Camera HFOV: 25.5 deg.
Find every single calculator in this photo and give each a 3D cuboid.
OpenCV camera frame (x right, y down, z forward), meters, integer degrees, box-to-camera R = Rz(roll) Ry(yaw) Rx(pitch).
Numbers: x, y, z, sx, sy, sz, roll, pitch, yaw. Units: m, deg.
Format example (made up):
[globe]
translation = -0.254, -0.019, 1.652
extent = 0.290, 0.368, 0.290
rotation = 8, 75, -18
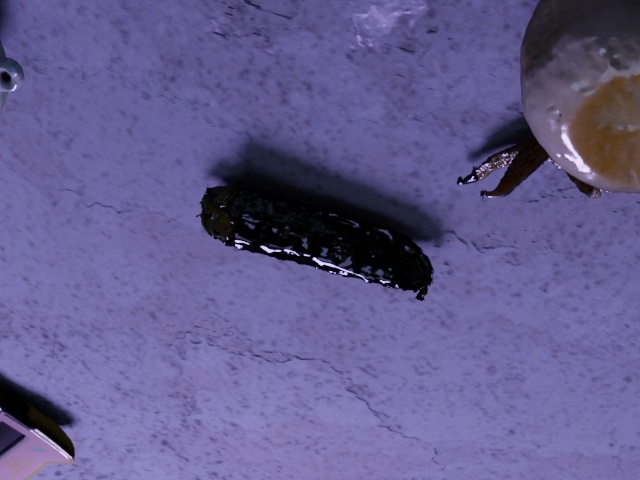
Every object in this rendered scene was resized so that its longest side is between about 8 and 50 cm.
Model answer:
[calculator]
translation = -0.354, 0.163, 1.344
extent = 0.236, 0.033, 0.157
rotation = 33, 138, -21

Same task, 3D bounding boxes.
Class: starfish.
[starfish]
translation = 0.142, -0.051, 0.933
extent = 0.130, 0.041, 0.133
rotation = 6, -171, 39

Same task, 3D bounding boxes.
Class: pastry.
[pastry]
translation = 0.194, -0.097, 0.831
extent = 0.156, 0.092, 0.156
rotation = 2, 136, 2

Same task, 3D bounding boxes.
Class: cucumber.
[cucumber]
translation = 0.000, 0.000, 1.035
extent = 0.182, 0.053, 0.053
rotation = 18, 141, -11

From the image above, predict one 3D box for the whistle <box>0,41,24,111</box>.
[whistle]
translation = -0.313, -0.122, 0.957
extent = 0.258, 0.067, 0.126
rotation = 5, 128, 16
